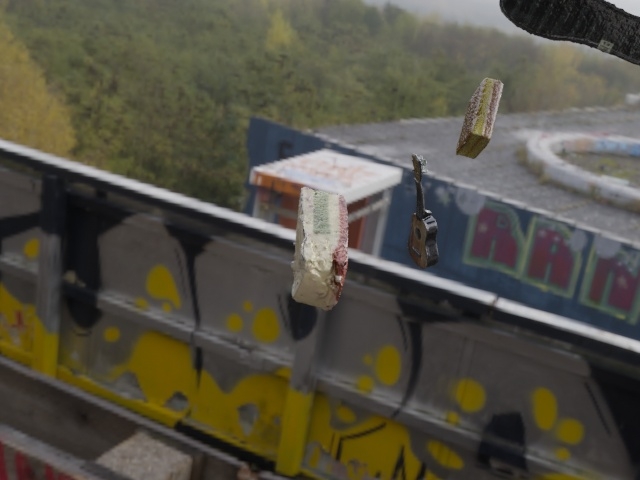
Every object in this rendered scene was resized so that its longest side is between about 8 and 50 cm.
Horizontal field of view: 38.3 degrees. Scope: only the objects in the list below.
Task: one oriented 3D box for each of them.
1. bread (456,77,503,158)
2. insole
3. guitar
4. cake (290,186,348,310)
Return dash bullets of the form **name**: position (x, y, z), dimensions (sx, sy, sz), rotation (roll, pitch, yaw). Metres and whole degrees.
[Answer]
- **bread**: position (0.231, -0.175, 1.334), dimensions (0.035, 0.094, 0.090), rotation (17, -17, -1)
- **insole**: position (0.460, -0.386, 1.622), dimensions (0.309, 0.110, 0.012), rotation (30, 13, 21)
- **guitar**: position (0.210, -0.064, 1.898), dimensions (0.038, 0.271, 0.084), rotation (-20, 37, -20)
- **cake**: position (0.005, -0.005, 1.520), dimensions (0.086, 0.220, 0.117), rotation (13, -23, -12)
